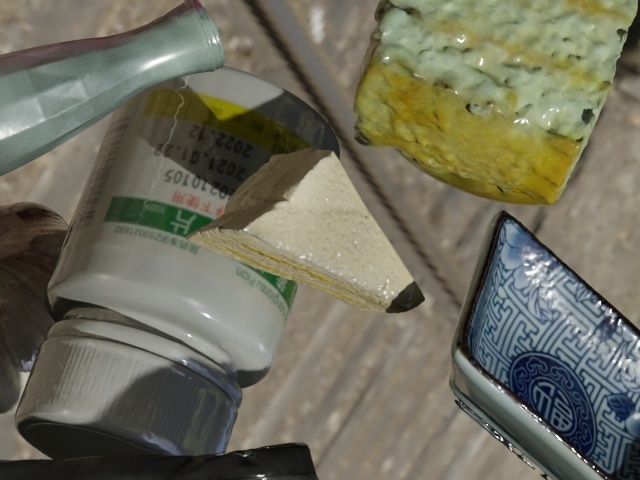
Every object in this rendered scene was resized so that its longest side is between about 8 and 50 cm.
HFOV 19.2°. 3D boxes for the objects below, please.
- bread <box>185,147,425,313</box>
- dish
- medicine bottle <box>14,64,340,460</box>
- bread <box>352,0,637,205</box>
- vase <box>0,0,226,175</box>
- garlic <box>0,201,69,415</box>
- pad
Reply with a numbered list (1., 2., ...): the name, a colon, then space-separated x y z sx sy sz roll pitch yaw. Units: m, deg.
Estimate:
1. bread: -0.008 0.018 1.350 0.077 0.152 0.105 -5 -145 52
2. dish: 0.180 0.118 1.412 0.080 0.243 0.182 -38 -163 35
3. medicine bottle: -0.125 0.035 1.639 0.208 0.208 0.340 88 19 -66
4. bread: 0.181 -0.229 1.908 0.264 0.239 0.395 109 0 -64
5. vase: -0.178 -0.116 1.391 0.214 0.086 0.086 -23 156 -13
6. garlic: -0.328 0.035 1.863 0.245 0.245 0.253 -49 150 -32
7. pad: -0.090 0.198 1.179 0.233 0.174 0.022 -2 134 -24
